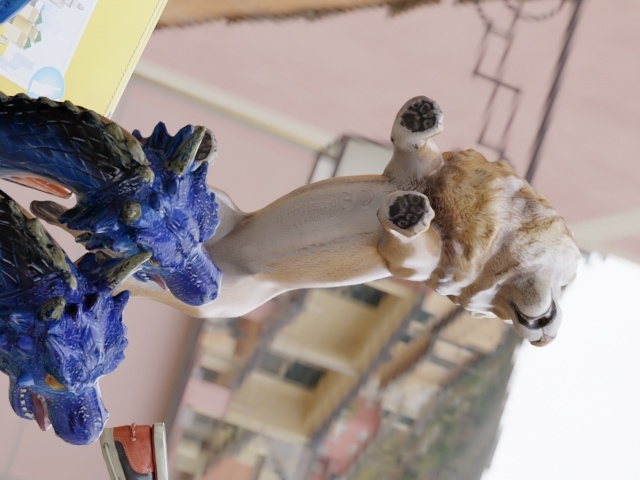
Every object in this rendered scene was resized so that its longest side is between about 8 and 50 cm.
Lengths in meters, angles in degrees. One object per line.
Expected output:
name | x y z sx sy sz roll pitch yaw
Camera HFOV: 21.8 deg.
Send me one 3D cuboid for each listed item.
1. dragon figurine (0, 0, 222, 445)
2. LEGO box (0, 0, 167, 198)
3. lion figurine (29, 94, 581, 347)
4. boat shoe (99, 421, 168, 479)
dragon figurine | -0.124 -0.082 0.421 0.144 0.289 0.085 -5 -155 36
LEGO box | -0.279 -0.346 1.427 0.193 0.372 0.500 17 -102 37
lion figurine | 0.000 0.000 1.267 0.240 0.392 0.142 63 28 -69
boat shoe | -0.119 0.183 1.090 0.049 0.043 0.137 -108 -165 -71
